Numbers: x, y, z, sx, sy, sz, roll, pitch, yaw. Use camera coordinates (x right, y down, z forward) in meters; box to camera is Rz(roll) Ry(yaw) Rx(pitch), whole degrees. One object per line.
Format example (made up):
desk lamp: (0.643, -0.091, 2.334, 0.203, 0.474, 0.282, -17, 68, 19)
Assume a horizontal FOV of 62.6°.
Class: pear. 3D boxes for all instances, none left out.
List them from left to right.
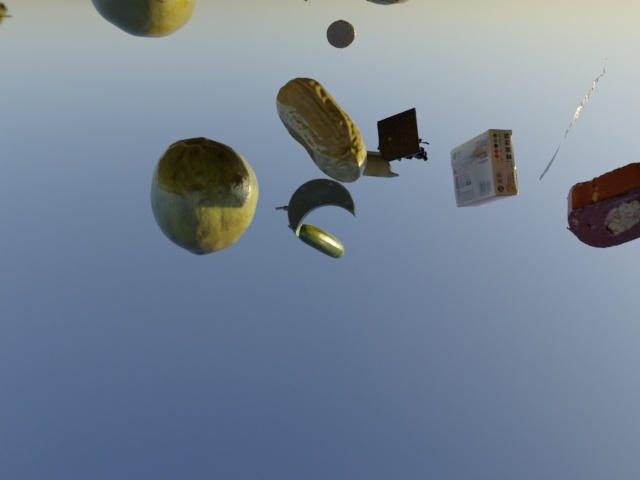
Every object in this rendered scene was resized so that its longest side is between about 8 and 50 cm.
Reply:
pear: (-0.383, -0.149, 1.728, 0.351, 0.414, 0.352, 1, -141, 0)

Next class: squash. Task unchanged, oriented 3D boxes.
squash: (0.000, 0.000, 1.618, 0.066, 0.066, 0.252, 27, 179, 42)

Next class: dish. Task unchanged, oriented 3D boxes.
dish: (0.126, -0.235, 1.598, 0.224, 0.078, 0.246, 8, -170, 21)

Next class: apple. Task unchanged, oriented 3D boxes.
apple: (-0.399, -0.587, 1.164, 0.262, 0.263, 0.262, 0, -154, 0)

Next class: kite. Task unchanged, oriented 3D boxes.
kite: (0.617, -0.286, 1.298, 0.015, 0.310, 0.169, 30, -174, 16)

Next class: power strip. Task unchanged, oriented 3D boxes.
power strip: (-0.017, -0.095, 1.425, 0.215, 0.137, 0.044, -16, -177, 9)

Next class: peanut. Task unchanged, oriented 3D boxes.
peanut: (0.007, -0.274, 1.319, 0.152, 0.152, 0.313, -25, -112, -41)

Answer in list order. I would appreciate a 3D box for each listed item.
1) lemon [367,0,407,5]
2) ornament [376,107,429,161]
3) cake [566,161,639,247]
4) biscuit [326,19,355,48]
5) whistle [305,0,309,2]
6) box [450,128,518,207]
lemon: (0.143, -0.658, 1.124, 0.257, 0.258, 0.310, 24, 177, 39)
ornament: (0.306, -0.332, 1.797, 0.166, 0.153, 0.196, -10, 168, 39)
cake: (0.883, -0.099, 1.574, 0.282, 0.177, 0.151, -26, -153, 39)
biscuit: (0.082, -0.827, 2.112, 0.120, 0.120, 0.015, 1, -134, 2)
whistle: (-0.007, -0.814, 1.585, 0.039, 0.186, 0.039, 22, -144, -18)
box: (0.538, -0.233, 1.755, 0.091, 0.221, 0.274, -4, 179, -12)
